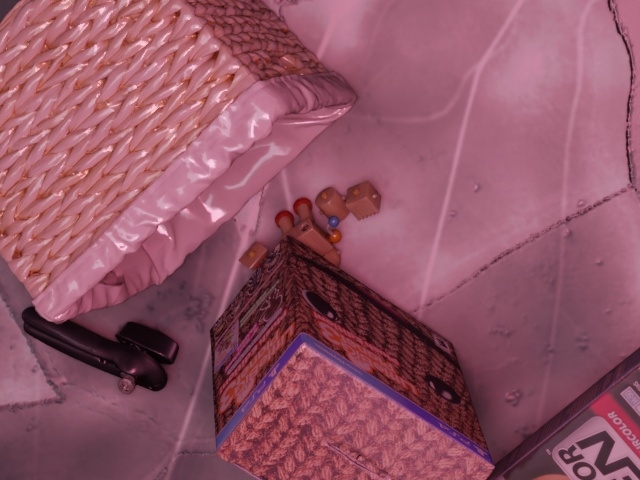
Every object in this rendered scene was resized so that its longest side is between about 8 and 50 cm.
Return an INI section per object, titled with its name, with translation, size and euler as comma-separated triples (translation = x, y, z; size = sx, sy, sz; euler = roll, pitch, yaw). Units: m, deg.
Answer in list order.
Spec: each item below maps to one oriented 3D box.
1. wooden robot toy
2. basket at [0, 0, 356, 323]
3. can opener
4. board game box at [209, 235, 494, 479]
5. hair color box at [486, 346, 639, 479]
[wooden robot toy]
translation = 0.000, 0.000, 1.981
size = 0.173, 0.076, 0.079
euler = -34, 125, 15
[basket]
translation = -0.186, -0.130, 1.859
size = 0.331, 0.328, 0.266
euler = -41, 86, 15
[can opener]
translation = -0.254, 0.122, 2.055
size = 0.186, 0.073, 0.059
euler = 17, 140, 13
[board game box]
translation = 0.023, 0.156, 1.839
size = 0.232, 0.291, 0.141
euler = 34, 105, -16
[hair color box]
translation = 0.261, 0.301, 1.928
size = 0.374, 0.113, 0.185
euler = -42, 88, 15
